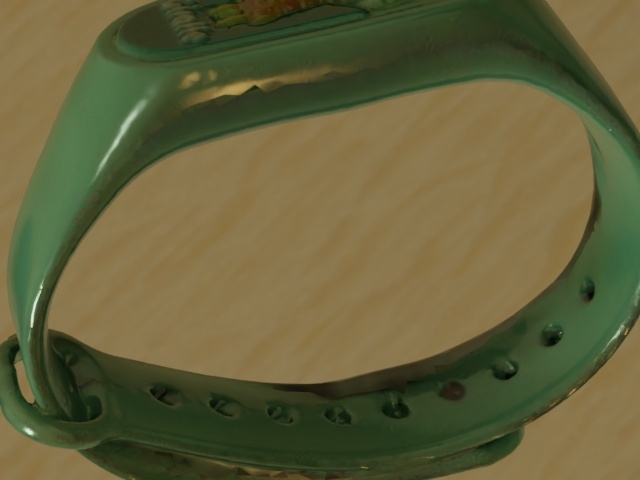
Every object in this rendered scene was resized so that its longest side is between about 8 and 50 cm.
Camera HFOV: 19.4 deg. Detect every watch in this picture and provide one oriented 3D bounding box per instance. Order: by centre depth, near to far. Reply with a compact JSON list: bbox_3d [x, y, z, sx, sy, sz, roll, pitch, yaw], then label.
[{"bbox_3d":[0.000,0.000,0.644,0.068,0.237,0.195,-122,22,-55],"label":"watch"}]
